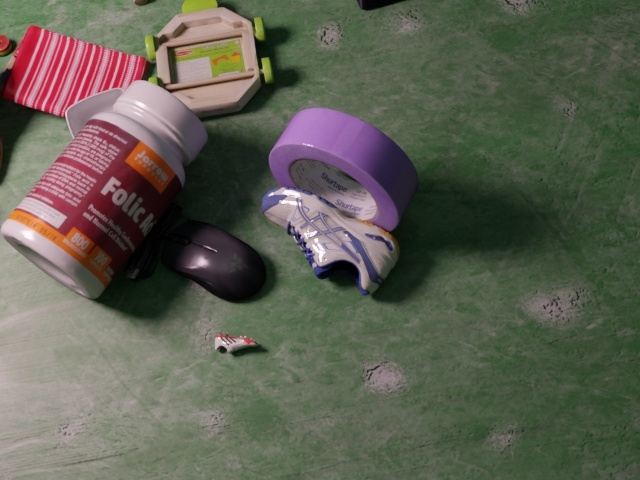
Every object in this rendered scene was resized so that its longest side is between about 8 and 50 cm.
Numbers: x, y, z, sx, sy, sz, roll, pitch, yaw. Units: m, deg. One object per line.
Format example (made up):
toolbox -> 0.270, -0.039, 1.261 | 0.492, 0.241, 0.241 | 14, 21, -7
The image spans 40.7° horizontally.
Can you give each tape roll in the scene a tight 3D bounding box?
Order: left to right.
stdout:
tape roll -> 0.042, -0.126, 1.627 | 0.274, 0.275, 0.090 | 23, 66, 14

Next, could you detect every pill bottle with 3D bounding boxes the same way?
pill bottle -> -0.404, -0.104, 1.665 | 0.224, 0.224, 0.392 | 29, 71, 16

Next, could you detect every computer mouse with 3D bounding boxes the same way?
computer mouse -> -0.237, 0.029, 1.680 | 0.272, 0.072, 0.188 | 21, 65, 13

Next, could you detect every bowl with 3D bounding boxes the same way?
bowl -> -0.450, -0.236, 1.817 | 0.142, 0.053, 0.142 | -24, 91, -10

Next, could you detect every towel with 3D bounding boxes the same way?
towel -> -0.534, -0.356, 1.882 | 0.274, 0.031, 0.199 | 16, 67, -3

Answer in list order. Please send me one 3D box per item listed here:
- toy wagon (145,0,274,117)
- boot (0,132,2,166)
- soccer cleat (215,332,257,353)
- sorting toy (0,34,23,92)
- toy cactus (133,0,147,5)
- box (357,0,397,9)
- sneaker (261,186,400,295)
toy wagon -> -0.251, -0.430, 1.915 | 0.267, 0.068, 0.344 | -10, 62, -2
boot -> -0.719, -0.266, 1.809 | 0.112, 0.115, 0.305 | 2, 72, -32
soccer cleat -> -0.159, 0.197, 1.617 | 0.083, 0.029, 0.036 | 7, 73, 11
sorting toy -> -0.640, -0.381, 1.925 | 0.274, 0.046, 0.132 | 17, 66, 11
toy cactus -> -0.442, -0.642, 2.024 | 0.219, 0.112, 0.180 | -16, 73, -14
box -> 0.126, -0.782, 1.943 | 0.212, 0.293, 0.395 | -17, 64, -6
sneaker -> 0.000, 0.000, 1.659 | 0.296, 0.112, 0.131 | 24, 69, 16
